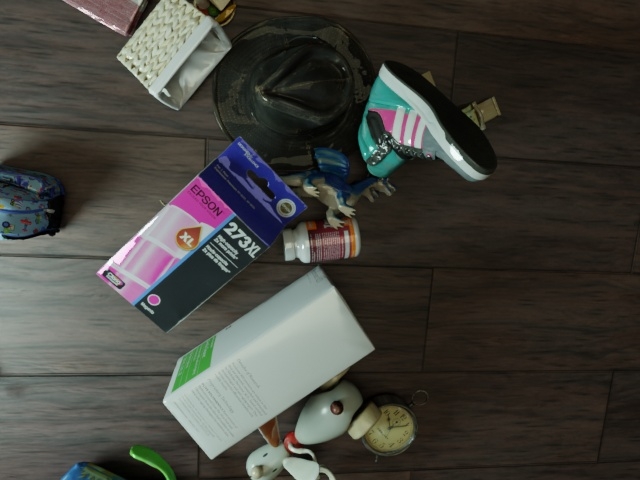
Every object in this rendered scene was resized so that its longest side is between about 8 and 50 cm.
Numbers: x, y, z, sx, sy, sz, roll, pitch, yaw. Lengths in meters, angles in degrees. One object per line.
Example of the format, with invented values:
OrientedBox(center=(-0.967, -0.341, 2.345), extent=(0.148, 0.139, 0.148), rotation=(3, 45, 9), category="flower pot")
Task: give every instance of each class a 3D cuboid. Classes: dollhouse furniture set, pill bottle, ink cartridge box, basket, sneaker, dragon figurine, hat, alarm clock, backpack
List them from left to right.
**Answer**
OrientedBox(center=(-0.552, -0.064, 0.813), extent=(0.158, 0.173, 0.116), rotation=(13, 98, -10), category="backpack")
OrientedBox(center=(-0.259, -0.338, 0.836), extent=(0.103, 0.113, 0.167), rotation=(42, 94, 1), category="basket")
OrientedBox(center=(-0.218, 0.000, 0.852), extent=(0.371, 0.069, 0.176), rotation=(-40, 106, 15), category="ink cartridge box")
OrientedBox(center=(-0.037, -0.276, 0.876), extent=(0.331, 0.134, 0.331), rotation=(-2, 101, -9), category="hat")
OrientedBox(center=(0.000, 0.000, 0.952), extent=(0.152, 0.086, 0.086), rotation=(-7, 101, -8), category="pill bottle")
OrientedBox(center=(0.007, -0.120, 0.906), extent=(0.289, 0.085, 0.144), rotation=(23, 51, -13), category="dragon figurine")
OrientedBox(center=(0.165, 0.403, 1.060), extent=(0.192, 0.064, 0.129), rotation=(-38, 103, 3), category="alarm clock")
OrientedBox(center=(0.168, -0.170, 0.851), extent=(0.124, 0.295, 0.178), rotation=(-8, 143, -36), category="sneaker")
OrientedBox(center=(0.266, -0.286, 0.934), extent=(0.182, 0.101, 0.161), rotation=(-28, 103, -3), category="dollhouse furniture set")

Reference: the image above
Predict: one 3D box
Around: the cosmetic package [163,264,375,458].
OrientedBox(center=(-0.098, 0.225, 0.922), extent=(0.366, 0.197, 0.155), rotation=(-35, 102, -3), category="cosmetic package")

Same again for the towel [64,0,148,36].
OrientedBox(center=(-0.370, -0.565, 0.825), extent=(0.237, 0.037, 0.329), rotation=(30, 93, -10), category="towel")

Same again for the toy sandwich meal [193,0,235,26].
OrientedBox(center=(-0.195, -0.444, 0.874), extent=(0.086, 0.029, 0.085), rotation=(-1, 100, -8), category="toy sandwich meal")

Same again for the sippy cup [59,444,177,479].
OrientedBox(center=(-0.445, 0.571, 0.928), extent=(0.224, 0.305, 0.240), rotation=(37, 137, -3), category="sippy cup")

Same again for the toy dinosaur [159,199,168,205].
OrientedBox(center=(-0.220, -0.049, 0.938), extent=(0.183, 0.053, 0.092), rotation=(-7, 85, -15), category="toy dinosaur")

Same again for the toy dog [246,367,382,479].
OrientedBox(center=(-0.025, 0.401, 0.966), extent=(0.220, 0.161, 0.333), rotation=(28, 91, 16), category="toy dog")
